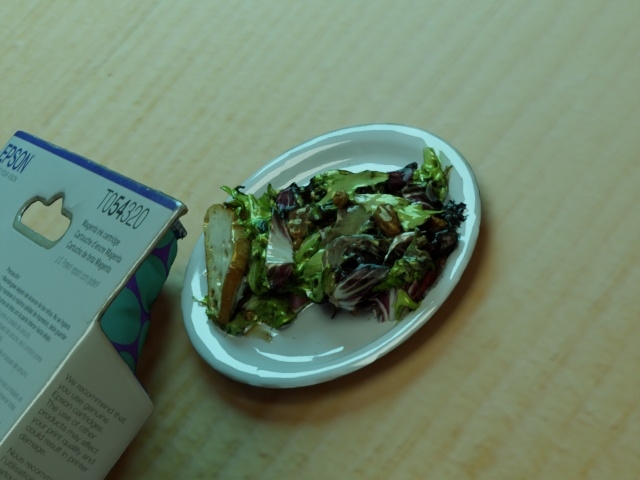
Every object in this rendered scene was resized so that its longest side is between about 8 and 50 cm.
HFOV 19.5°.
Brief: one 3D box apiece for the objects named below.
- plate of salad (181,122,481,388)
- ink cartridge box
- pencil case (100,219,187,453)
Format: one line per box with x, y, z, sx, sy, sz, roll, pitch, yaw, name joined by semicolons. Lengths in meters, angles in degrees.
0.000;0.000;1.119;0.200;0.048;0.199;-18;44;18;plate of salad
-0.209;0.101;1.052;0.330;0.071;0.324;-51;25;-7;ink cartridge box
-0.130;0.051;1.139;0.064;0.070;0.151;-13;47;32;pencil case
